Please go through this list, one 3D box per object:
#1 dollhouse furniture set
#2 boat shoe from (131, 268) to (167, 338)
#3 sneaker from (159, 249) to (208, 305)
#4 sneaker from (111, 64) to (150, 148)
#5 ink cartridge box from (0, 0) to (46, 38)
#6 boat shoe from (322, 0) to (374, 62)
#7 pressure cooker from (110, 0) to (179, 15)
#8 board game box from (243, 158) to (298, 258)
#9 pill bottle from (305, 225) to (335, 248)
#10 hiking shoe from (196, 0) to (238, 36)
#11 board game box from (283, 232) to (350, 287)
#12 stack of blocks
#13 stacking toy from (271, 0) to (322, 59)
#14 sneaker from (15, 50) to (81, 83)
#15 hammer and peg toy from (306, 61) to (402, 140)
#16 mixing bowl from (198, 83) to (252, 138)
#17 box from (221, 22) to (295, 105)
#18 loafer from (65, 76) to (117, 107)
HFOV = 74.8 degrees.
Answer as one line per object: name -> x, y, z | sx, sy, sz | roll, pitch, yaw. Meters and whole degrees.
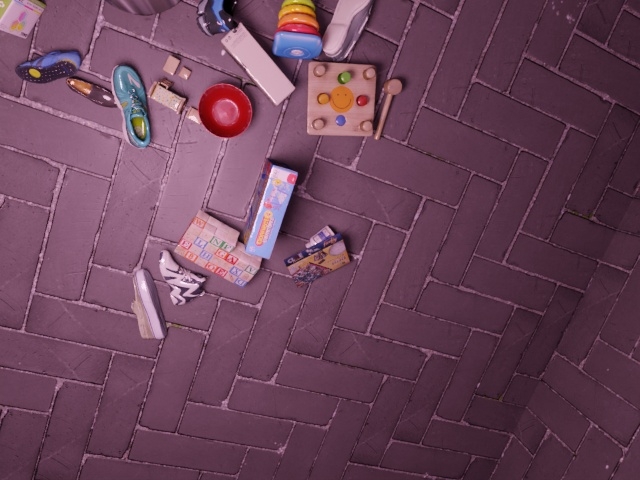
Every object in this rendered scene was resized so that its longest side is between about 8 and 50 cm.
dollhouse furniture set -> -0.466, -0.515, 1.438 | 0.182, 0.101, 0.160 | 27, 98, -17
boat shoe -> -0.674, 0.255, 1.606 | 0.094, 0.109, 0.302 | -10, 109, -7
sneaker -> -0.516, 0.130, 1.610 | 0.153, 0.094, 0.234 | -15, 108, -9
sneaker -> -0.622, -0.448, 1.412 | 0.107, 0.110, 0.275 | -19, 113, -30
ink cartridge box -> -0.970, -0.651, 1.255 | 0.097, 0.189, 0.255 | 34, 97, -19
boat shoe -> 0.114, -0.792, 1.502 | 0.319, 0.116, 0.099 | -60, 150, 1
pressure cooker -> -0.544, -0.859, 1.163 | 0.370, 0.420, 0.375 | -4, 105, -10
board game box -> -0.188, -0.126, 1.496 | 0.086, 0.302, 0.308 | 17, 101, -15
pill bottle -> 0.000, 0.000, 1.692 | 0.120, 0.067, 0.067 | -38, 109, 1
hiking shoe -> -0.320, -0.820, 1.354 | 0.132, 0.113, 0.303 | 3, 98, 15
board game box -> -0.010, 0.083, 1.684 | 0.243, 0.042, 0.165 | -26, 141, -4
stack of blocks -> -0.372, 0.036, 1.580 | 0.297, 0.087, 0.171 | 32, 125, -18
stacking toy -> -0.078, -0.792, 1.434 | 0.166, 0.175, 0.301 | 1, 91, -11
sneaker -> -0.883, -0.572, 1.368 | 0.210, 0.082, 0.069 | -9, 149, 5
hammer and peg toy -> 0.129, -0.509, 1.547 | 0.362, 0.127, 0.265 | 0, 105, -11
mixing bowl -> -0.337, -0.455, 1.483 | 0.182, 0.098, 0.181 | -3, 105, -11
box -> -0.216, -0.605, 1.461 | 0.094, 0.113, 0.275 | -42, 107, 2
loafer -> -0.763, -0.494, 1.405 | 0.170, 0.061, 0.062 | 18, 99, -16
